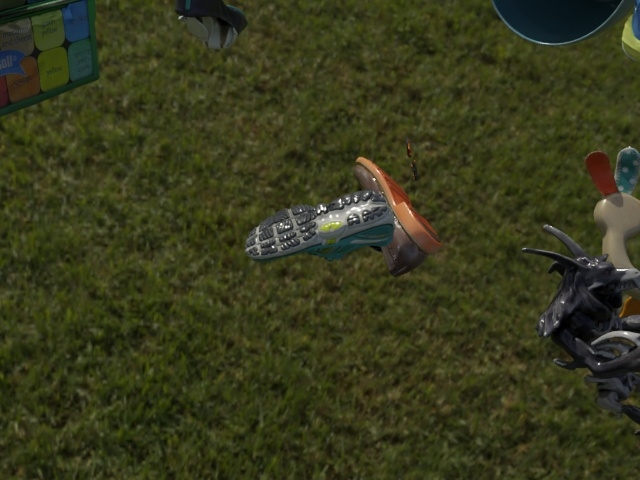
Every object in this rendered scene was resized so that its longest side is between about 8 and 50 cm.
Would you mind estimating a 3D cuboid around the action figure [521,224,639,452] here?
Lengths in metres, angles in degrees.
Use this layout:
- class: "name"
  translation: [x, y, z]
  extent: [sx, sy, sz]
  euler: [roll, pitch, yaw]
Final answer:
- class: "action figure"
  translation: [0.294, 0.103, 0.808]
  extent: [0.164, 0.141, 0.275]
  euler: [-41, 105, -50]

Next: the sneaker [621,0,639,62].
- class: "sneaker"
  translation: [0.533, -0.294, 1.216]
  extent: [0.240, 0.126, 0.091]
  euler: [11, 41, 28]

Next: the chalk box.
- class: "chalk box"
  translation: [-0.333, -0.224, 0.851]
  extent: [0.289, 0.179, 0.180]
  euler: [14, 29, 26]

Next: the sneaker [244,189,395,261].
- class: "sneaker"
  translation: [0.000, 0.000, 1.602]
  extent: [0.275, 0.110, 0.107]
  euler: [-12, 44, 8]

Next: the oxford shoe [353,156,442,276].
- class: "oxford shoe"
  translation: [0.130, -0.061, 1.961]
  extent: [0.130, 0.133, 0.363]
  euler: [37, 15, -35]

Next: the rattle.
- class: "rattle"
  translation: [0.374, -0.003, 1.096]
  extent: [0.130, 0.143, 0.199]
  euler: [-36, 75, 0]

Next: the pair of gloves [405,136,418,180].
- class: "pair of gloves"
  translation: [0.181, -0.163, 1.787]
  extent: [0.010, 0.083, 0.074]
  euler: [-13, 25, 11]

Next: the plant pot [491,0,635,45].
- class: "plant pot"
  translation: [0.467, -0.495, 1.580]
  extent: [0.195, 0.290, 0.290]
  euler: [-15, 52, -44]

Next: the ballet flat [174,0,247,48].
- class: "ballet flat"
  translation: [-0.154, -0.307, 1.248]
  extent: [0.074, 0.074, 0.203]
  euler: [28, 2, 12]
